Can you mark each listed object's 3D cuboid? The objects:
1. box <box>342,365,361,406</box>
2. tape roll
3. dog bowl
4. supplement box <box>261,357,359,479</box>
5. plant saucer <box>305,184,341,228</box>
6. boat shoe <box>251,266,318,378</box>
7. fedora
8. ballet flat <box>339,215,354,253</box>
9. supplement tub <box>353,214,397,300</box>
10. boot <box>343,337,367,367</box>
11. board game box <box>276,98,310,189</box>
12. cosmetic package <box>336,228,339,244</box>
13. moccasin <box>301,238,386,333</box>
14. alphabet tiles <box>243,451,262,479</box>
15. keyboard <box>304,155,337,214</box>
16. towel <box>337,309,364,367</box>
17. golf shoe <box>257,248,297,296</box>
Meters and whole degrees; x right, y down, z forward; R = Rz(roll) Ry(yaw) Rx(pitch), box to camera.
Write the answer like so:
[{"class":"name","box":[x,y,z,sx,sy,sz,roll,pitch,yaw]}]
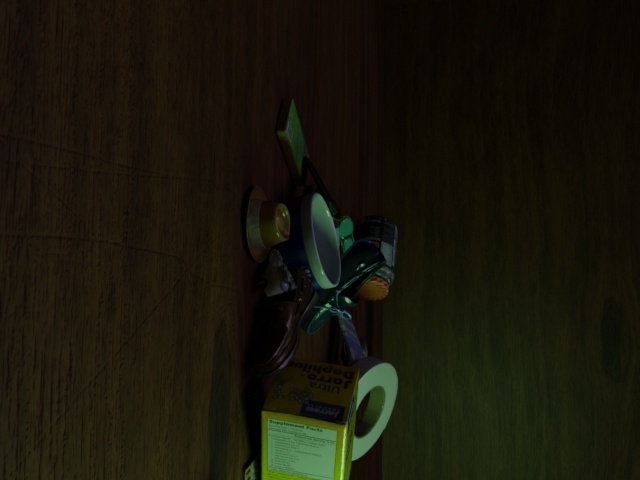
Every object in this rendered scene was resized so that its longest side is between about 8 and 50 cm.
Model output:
[{"class":"box","box":[0.105,0.579,2.438,0.158,0.093,0.156,18,72,-78]},{"class":"tape roll","box":[0.152,0.619,2.303,0.392,0.072,0.393,-26,125,-44]},{"class":"dog bowl","box":[-0.030,0.008,1.721,0.265,0.104,0.265,-12,90,-75]},{"class":"supplement box","box":[-0.024,0.487,1.499,0.195,0.194,0.357,-67,163,-60]},{"class":"plant saucer","box":[0.015,-0.115,1.997,0.168,0.029,0.168,43,25,-25]},{"class":"boat shoe","box":[-0.102,0.190,1.512,0.105,0.110,0.307,65,30,-31]},{"class":"fedora","box":[-0.120,-0.039,1.487,0.194,0.079,0.195,0,90,-78]},{"class":"ballet flat","box":[0.097,-0.029,2.515,0.067,0.073,0.206,-117,-166,-48]},{"class":"supplement tub","box":[0.226,0.076,2.724,0.207,0.206,0.338,73,22,-52]},{"class":"boot","box":[0.147,0.460,2.663,0.213,0.077,0.165,-71,155,-48]},{"class":"board game box","box":[-0.073,-0.270,1.798,0.259,0.039,0.124,68,25,-53]},{"class":"cosmetic package","box":[0.000,0.000,2.010,0.231,0.085,0.118,-51,139,-67]},{"class":"moccasin","box":[0.061,0.154,1.847,0.342,0.117,0.137,-55,156,17]},{"class":"alphabet tiles","box":[-0.157,0.634,1.470,0.198,0.009,0.238,-11,101,-77]},{"class":"keyboard","box":[0.004,-0.158,1.837,0.180,0.023,0.108,64,0,27]},{"class":"towel","box":[0.114,0.384,2.407,0.209,0.034,0.285,50,21,-62]},{"class":"golf shoe","box":[-0.121,0.079,1.531,0.069,0.086,0.176,63,-3,-24]}]
